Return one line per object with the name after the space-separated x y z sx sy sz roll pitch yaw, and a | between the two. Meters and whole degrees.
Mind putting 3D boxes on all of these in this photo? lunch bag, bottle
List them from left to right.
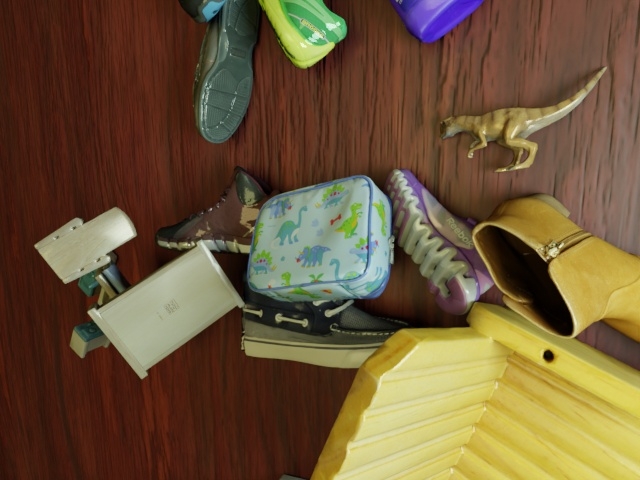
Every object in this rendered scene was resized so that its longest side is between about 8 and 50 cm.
0.000 0.000 0.619 0.218 0.090 0.176 -10 63 31 | lunch bag
0.109 -0.418 0.559 0.118 0.092 0.283 -33 83 27 | bottle

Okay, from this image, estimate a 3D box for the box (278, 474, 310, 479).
-0.031 0.667 0.749 0.168 0.215 0.346 -5 96 28 | box

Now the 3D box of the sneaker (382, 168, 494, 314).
0.177 -0.012 0.602 0.095 0.104 0.237 100 146 -59 | sneaker

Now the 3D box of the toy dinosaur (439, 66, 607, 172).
0.262 -0.151 0.544 0.211 0.064 0.113 -5 95 27 | toy dinosaur

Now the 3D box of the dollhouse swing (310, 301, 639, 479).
0.195 0.281 0.448 0.315 0.304 0.347 29 102 30 | dollhouse swing

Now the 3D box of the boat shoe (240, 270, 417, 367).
0.001 0.113 0.688 0.340 0.127 0.158 -5 90 27 | boat shoe

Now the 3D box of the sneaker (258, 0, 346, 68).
-0.046 -0.415 0.649 0.123 0.109 0.296 -23 84 3 | sneaker

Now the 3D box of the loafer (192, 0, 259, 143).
-0.176 -0.311 0.737 0.084 0.096 0.268 24 102 42 | loafer

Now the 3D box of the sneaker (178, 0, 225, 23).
-0.243 -0.506 0.663 0.125 0.139 0.341 -30 72 29 | sneaker

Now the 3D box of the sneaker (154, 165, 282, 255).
-0.186 -0.058 0.780 0.281 0.106 0.163 2 92 18 | sneaker

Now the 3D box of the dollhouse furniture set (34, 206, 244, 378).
-0.324 0.058 0.777 0.287 0.198 0.303 61 160 -17 | dollhouse furniture set

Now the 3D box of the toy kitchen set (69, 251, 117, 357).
-0.516 0.130 0.931 0.207 0.166 0.122 38 113 16 | toy kitchen set

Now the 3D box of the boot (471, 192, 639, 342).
0.309 0.067 0.465 0.295 0.211 0.104 46 132 16 | boot
